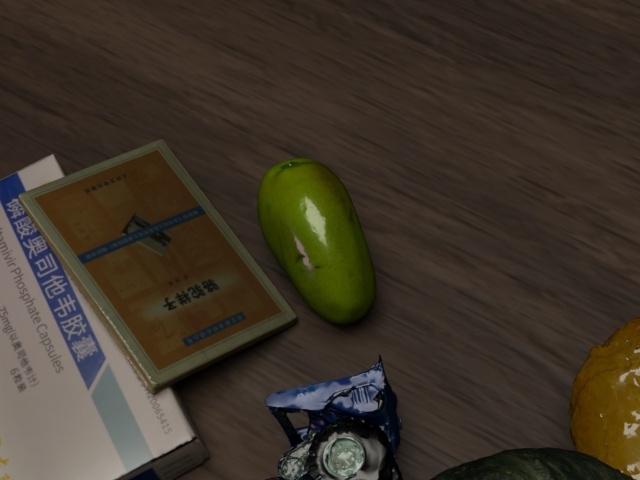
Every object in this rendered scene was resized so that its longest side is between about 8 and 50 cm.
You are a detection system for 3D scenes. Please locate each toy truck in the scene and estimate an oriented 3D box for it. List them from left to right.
[{"bbox_3d":[0.005,0.208,1.340,0.126,0.113,0.208,9,66,15],"label":"toy truck"}]

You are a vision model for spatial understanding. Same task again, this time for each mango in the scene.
[{"bbox_3d":[0.000,-0.004,1.436,0.089,0.117,0.163,-25,65,-18],"label":"mango"}]

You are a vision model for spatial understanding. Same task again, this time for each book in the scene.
[{"bbox_3d":[-0.155,0.017,1.458,0.170,0.018,0.242,-25,65,-32],"label":"book"}]

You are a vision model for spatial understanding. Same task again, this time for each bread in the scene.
[{"bbox_3d":[0.325,0.167,1.294,0.240,0.139,0.240,-3,64,7],"label":"bread"}]

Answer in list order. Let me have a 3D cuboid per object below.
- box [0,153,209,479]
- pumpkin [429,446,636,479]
[{"bbox_3d":[-0.268,0.101,1.455,0.200,0.065,0.343,-27,64,-6],"label":"box"},{"bbox_3d":[0.139,0.321,1.158,0.291,0.328,0.257,8,45,-26],"label":"pumpkin"}]
